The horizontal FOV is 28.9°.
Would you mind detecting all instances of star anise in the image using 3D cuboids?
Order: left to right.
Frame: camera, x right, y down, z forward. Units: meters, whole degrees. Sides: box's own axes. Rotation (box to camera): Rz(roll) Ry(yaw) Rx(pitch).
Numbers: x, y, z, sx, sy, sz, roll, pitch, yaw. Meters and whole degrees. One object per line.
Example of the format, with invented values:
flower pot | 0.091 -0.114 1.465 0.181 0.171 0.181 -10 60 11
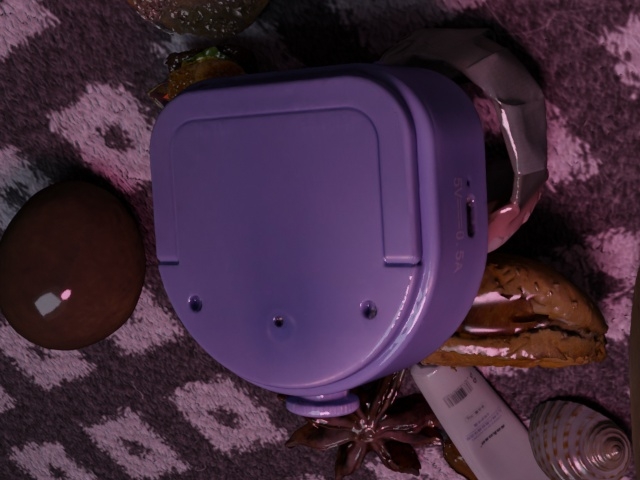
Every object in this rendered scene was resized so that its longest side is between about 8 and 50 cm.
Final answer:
star anise | 0.074 0.265 1.826 0.288 0.088 0.288 5 130 6

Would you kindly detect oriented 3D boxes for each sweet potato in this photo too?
sweet potato | 0.263 0.359 1.836 0.081 0.062 0.233 -10 129 45

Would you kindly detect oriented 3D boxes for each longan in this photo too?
longan | -0.355 0.041 1.753 0.215 0.246 0.246 33 139 -22

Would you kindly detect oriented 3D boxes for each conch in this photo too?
conch | 0.346 0.284 1.696 0.153 0.102 0.135 -22 103 41

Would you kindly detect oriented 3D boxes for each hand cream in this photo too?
hand cream | 0.235 0.272 1.745 0.320 0.109 0.067 53 169 -20

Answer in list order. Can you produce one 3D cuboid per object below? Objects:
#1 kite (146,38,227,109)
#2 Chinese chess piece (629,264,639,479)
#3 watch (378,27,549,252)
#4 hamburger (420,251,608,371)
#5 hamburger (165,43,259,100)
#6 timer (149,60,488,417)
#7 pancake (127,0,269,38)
kite | -0.169 -0.176 1.596 0.125 0.008 0.222 15 135 18
Chinese chess piece | 0.430 0.177 1.367 0.146 0.349 0.349 -2 131 7
watch | 0.134 -0.113 1.398 0.253 0.162 0.241 -9 116 38
hamburger | 0.209 0.087 1.499 0.265 0.134 0.285 -5 171 19
hamburger | -0.117 -0.160 1.513 0.137 0.087 0.166 -6 130 18
timer | 0.000 0.000 1.344 0.395 0.173 0.395 5 98 34
pancake | -0.159 -0.351 1.393 0.282 0.049 0.282 15 136 15
